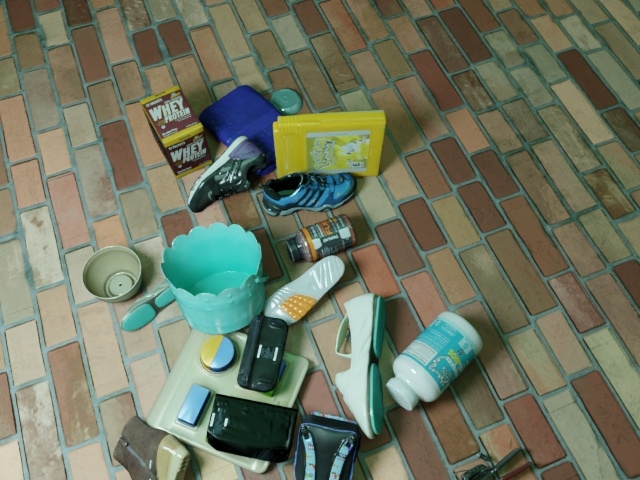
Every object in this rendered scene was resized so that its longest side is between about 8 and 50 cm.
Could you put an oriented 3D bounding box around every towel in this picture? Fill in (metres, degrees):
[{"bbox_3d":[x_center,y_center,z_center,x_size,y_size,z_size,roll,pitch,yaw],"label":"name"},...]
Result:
[{"bbox_3d":[-0.222,-0.360,2.026,0.227,0.076,0.308,-39,71,-22],"label":"towel"}]

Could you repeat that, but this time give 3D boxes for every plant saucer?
[{"bbox_3d":[-0.120,-0.478,2.113,0.119,0.021,0.119,0,62,-1],"label":"plant saucer"}]

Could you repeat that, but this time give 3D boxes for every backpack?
[{"bbox_3d":[0.015,0.532,1.532,0.158,0.117,0.173,9,94,6],"label":"backpack"}]

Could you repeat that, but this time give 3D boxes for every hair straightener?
[{"bbox_3d":[0.412,0.581,1.555,0.230,0.047,0.089,-28,66,-9],"label":"hair straightener"}]

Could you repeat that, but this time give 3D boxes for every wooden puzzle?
[{"bbox_3d":[-0.242,0.392,1.623,0.348,0.080,0.322,19,64,10],"label":"wooden puzzle"}]

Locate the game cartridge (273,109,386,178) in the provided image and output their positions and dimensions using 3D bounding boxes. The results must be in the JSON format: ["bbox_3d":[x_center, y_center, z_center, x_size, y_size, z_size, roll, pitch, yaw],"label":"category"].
[{"bbox_3d":[0.024,-0.277,1.861,0.324,0.285,0.052,-5,62,-2],"label":"game cartridge"}]

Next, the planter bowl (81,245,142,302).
[{"bbox_3d":[-0.576,0.110,1.753,0.162,0.109,0.162,0,63,0],"label":"planter bowl"}]

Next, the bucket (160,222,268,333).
[{"bbox_3d":[-0.277,0.104,1.678,0.281,0.183,0.281,-3,43,3],"label":"bucket"}]

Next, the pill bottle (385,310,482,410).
[{"bbox_3d":[0.292,0.321,1.627,0.264,0.146,0.146,-42,70,-19],"label":"pill bottle"}]

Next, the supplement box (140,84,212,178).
[{"bbox_3d":[-0.449,-0.338,1.940,0.129,0.194,0.191,-27,66,-13],"label":"supplement box"}]

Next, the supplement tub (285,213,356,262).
[{"bbox_3d":[0.000,0.000,1.816,0.198,0.106,0.106,-21,64,-11],"label":"supplement tub"}]

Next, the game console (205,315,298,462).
[{"bbox_3d":[-0.150,0.367,1.582,0.213,0.044,0.361,12,65,-1],"label":"game console"}]

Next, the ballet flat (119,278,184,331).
[{"bbox_3d":[-0.480,0.176,1.753,0.213,0.072,0.068,-38,41,-19],"label":"ballet flat"}]

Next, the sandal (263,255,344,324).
[{"bbox_3d":[-0.038,0.147,1.753,0.265,0.076,0.102,-37,81,-3],"label":"sandal"}]

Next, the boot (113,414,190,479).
[{"bbox_3d":[-0.437,0.584,1.531,0.207,0.090,0.248,18,83,31],"label":"boot"}]

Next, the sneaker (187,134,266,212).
[{"bbox_3d":[-0.281,-0.178,1.879,0.124,0.107,0.283,41,92,11],"label":"sneaker"}]

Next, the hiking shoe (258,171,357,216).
[{"bbox_3d":[-0.030,-0.153,1.880,0.304,0.132,0.113,-16,64,-8],"label":"hiking shoe"}]

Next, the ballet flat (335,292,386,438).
[{"bbox_3d":[0.103,0.328,1.647,0.139,0.139,0.400,4,58,2],"label":"ballet flat"}]
